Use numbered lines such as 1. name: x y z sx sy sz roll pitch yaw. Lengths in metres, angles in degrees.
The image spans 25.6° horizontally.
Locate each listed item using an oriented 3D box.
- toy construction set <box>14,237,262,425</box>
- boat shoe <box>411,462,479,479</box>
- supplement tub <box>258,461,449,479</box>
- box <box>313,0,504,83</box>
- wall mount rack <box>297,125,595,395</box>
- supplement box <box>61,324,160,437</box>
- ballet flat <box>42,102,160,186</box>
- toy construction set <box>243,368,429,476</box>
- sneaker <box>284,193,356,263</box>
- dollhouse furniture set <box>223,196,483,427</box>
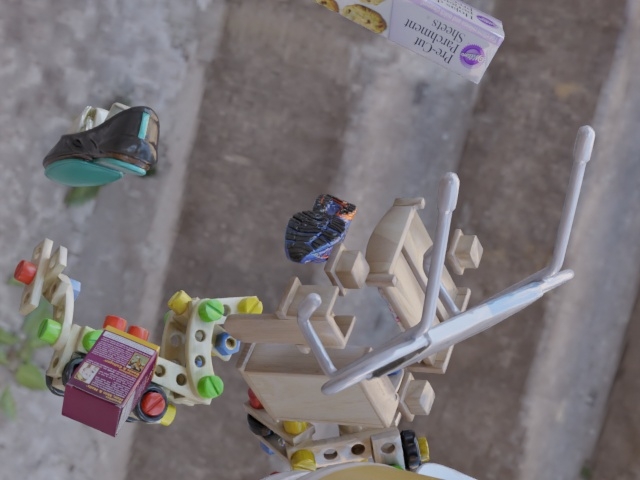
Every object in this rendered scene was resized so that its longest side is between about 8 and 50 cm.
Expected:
1. toy construction set: -0.250 0.121 1.841 0.327 0.151 0.215 21 71 -15
2. boat shoe: 0.208 0.363 1.821 0.076 0.228 0.080 121 -12 -50
3. supplement tub: 0.071 0.295 1.051 0.241 0.331 0.241 0 91 -37
4. box: 0.048 -0.280 1.566 0.067 0.324 0.063 -60 -171 24
5. wall mount rack: 0.139 0.026 1.424 0.350 0.304 0.130 -21 79 -40
6. supplement box: -0.182 0.122 1.231 0.083 0.055 0.043 -60 170 -50
7. ballet flat: -0.274 -0.125 1.817 0.095 0.280 0.096 20 78 -31
8. toy construction set: 0.021 0.318 2.042 0.257 0.237 0.309 8 122 -23
9. sneaker: 0.000 0.000 2.130 0.221 0.083 0.087 -38 144 -65
10. dollhouse furniture set: 0.041 0.049 1.791 0.303 0.173 0.356 60 40 -41
